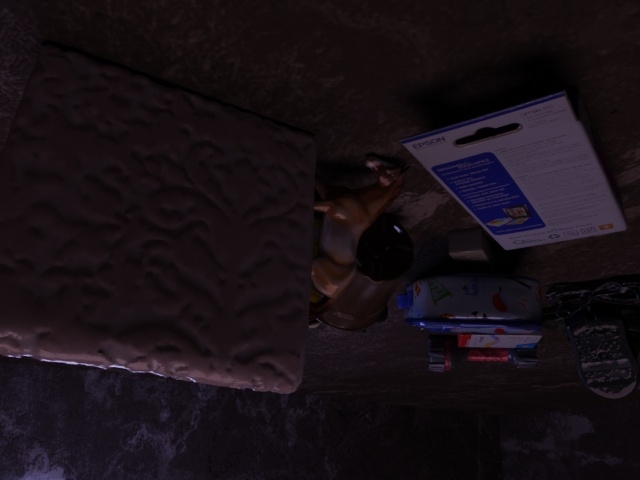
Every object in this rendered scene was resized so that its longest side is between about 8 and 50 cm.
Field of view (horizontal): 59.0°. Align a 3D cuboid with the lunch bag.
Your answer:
[{"bbox_3d":[0.273,0.125,1.086,0.243,0.115,0.303,-1,171,3],"label":"lunch bag"}]

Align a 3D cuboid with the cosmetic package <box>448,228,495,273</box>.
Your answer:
[{"bbox_3d":[0.267,0.021,0.993,0.060,0.041,0.115,-7,155,24],"label":"cosmetic package"}]

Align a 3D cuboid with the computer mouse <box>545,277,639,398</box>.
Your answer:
[{"bbox_3d":[0.601,0.202,1.198,0.188,0.272,0.072,-10,-167,29],"label":"computer mouse"}]

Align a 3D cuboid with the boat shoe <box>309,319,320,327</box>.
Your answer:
[{"bbox_3d":[-0.056,0.197,1.445,0.135,0.050,0.045,2,156,-26],"label":"boat shoe"}]

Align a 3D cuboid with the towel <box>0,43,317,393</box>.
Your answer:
[{"bbox_3d":[-0.160,-0.018,0.594,0.332,0.317,0.053,15,154,-25],"label":"towel"}]

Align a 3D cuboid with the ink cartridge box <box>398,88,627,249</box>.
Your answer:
[{"bbox_3d":[0.259,-0.084,0.714,0.176,0.069,0.371,-12,156,33],"label":"ink cartridge box"}]

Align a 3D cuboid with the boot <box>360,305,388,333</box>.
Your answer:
[{"bbox_3d":[0.008,0.152,1.262,0.246,0.094,0.207,-14,149,22],"label":"boot"}]

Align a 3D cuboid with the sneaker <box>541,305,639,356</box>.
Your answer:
[{"bbox_3d":[0.616,0.229,1.309,0.227,0.130,0.087,12,152,21],"label":"sneaker"}]

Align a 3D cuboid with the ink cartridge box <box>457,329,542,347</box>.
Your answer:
[{"bbox_3d":[0.409,0.213,1.387,0.231,0.078,0.134,-2,157,11],"label":"ink cartridge box"}]

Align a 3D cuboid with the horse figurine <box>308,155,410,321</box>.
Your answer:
[{"bbox_3d":[0.000,0.000,0.758,0.174,0.263,0.066,15,180,-15],"label":"horse figurine"}]

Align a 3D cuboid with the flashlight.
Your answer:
[{"bbox_3d":[0.464,0.329,1.632,0.304,0.103,0.103,-1,154,11],"label":"flashlight"}]

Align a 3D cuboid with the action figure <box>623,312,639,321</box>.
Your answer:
[{"bbox_3d":[0.769,0.212,1.369,0.137,0.063,0.232,5,150,-2],"label":"action figure"}]

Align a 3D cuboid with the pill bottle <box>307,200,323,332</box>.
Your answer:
[{"bbox_3d":[-0.055,0.045,0.844,0.119,0.208,0.119,8,172,1],"label":"pill bottle"}]

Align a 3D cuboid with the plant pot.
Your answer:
[{"bbox_3d":[0.064,0.045,0.938,0.167,0.167,0.165,9,149,-14],"label":"plant pot"}]
